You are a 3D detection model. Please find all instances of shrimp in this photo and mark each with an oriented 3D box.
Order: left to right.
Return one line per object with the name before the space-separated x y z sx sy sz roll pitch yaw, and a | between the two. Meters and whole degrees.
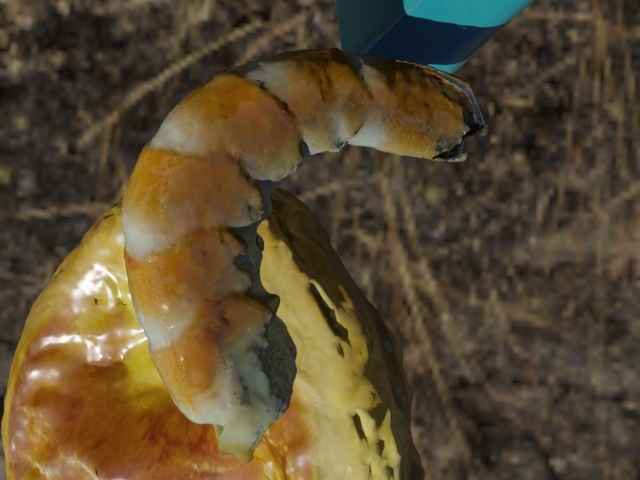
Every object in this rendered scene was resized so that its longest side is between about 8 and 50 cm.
shrimp | 0.000 0.000 0.737 0.166 0.161 0.049 -17 -167 -19

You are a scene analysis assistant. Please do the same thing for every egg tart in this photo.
egg tart | -0.060 0.169 1.295 0.178 0.443 0.443 -1 169 -43

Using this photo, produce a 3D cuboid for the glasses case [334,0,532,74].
glasses case | 0.109 -0.185 0.713 0.070 0.117 0.301 12 146 -29
